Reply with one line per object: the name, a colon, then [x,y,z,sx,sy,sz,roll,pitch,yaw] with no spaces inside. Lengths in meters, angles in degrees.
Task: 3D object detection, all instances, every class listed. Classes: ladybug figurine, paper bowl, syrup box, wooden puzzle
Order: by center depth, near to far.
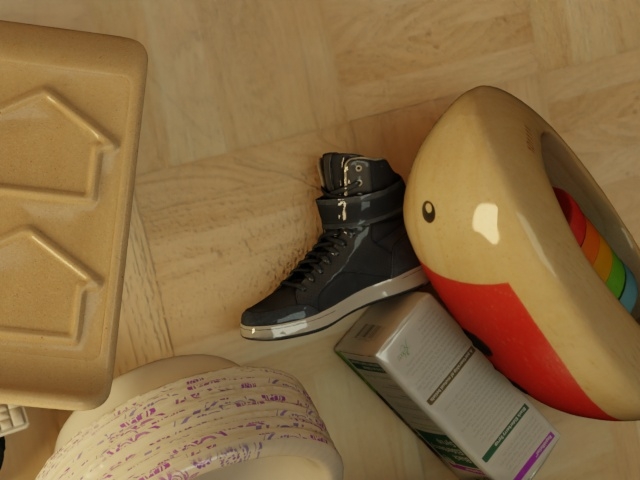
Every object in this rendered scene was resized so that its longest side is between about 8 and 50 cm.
wooden puzzle: [-0.331,-0.032,1.369,0.322,0.080,0.347,7,77,-9]
paper bowl: [-0.132,0.215,1.436,0.284,0.284,0.148,-13,54,-25]
ladybug figurine: [0.230,0.036,1.600,0.162,0.305,0.449,-28,125,21]
syrup box: [0.137,0.163,1.642,0.237,0.093,0.096,48,72,-20]

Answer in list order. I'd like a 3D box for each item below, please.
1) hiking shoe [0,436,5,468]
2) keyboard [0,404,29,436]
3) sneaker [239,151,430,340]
hiking shoe: [-0.397,0.264,1.361,0.304,0.132,0.113,-38,107,-22]
keyboard: [-0.389,0.184,1.371,0.256,0.072,0.014,-18,121,-12]
sneaker: [0.000,0.000,1.569,0.226,0.086,0.163,-23,107,-28]
